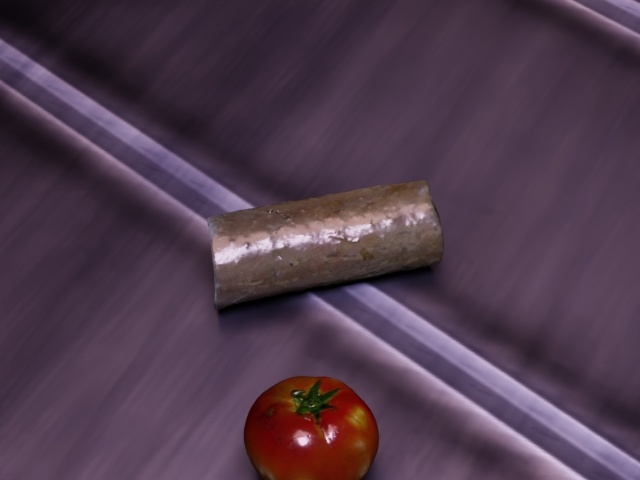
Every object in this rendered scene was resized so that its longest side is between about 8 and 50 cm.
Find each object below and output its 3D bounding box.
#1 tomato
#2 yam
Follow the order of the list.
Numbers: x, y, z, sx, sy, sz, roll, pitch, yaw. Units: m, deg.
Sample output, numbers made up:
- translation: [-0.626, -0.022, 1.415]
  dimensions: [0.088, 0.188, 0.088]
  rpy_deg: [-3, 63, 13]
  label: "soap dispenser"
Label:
- translation: [-0.007, 0.130, 1.001]
  dimensions: [0.087, 0.075, 0.087]
  rpy_deg: [-2, 33, 1]
  label: "tomato"
- translation: [0.000, 0.000, 1.117]
  dimensions: [0.169, 0.068, 0.068]
  rpy_deg: [-12, 49, -8]
  label: "yam"
